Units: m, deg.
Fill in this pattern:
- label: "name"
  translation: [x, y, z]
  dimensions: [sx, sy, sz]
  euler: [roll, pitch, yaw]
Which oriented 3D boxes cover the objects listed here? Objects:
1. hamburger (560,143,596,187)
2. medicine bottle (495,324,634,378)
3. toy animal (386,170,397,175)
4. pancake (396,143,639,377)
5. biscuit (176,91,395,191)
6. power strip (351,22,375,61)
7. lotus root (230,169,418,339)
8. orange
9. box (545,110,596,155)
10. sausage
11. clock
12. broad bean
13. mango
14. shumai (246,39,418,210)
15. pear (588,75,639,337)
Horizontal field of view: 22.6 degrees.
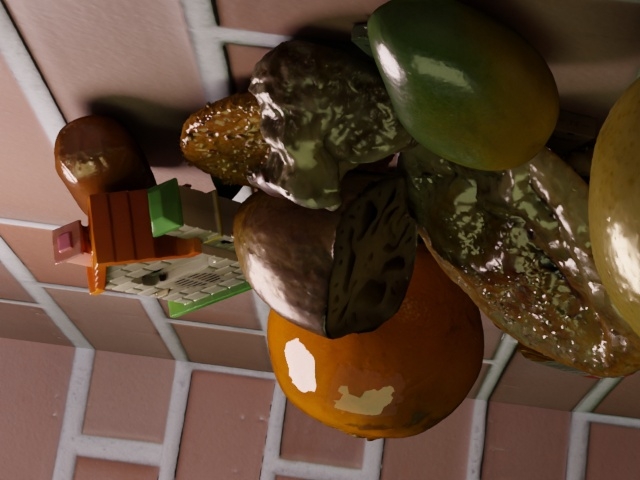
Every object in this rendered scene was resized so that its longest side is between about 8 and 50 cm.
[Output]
- label: "hamburger"
  translation: [0.332, -0.050, 1.793]
  dimensions: [0.190, 0.093, 0.164]
  euler: [17, 166, -25]
- label: "medicine bottle"
  translation: [0.351, 0.104, 2.271]
  dimensions: [0.222, 0.149, 0.112]
  euler: [19, 163, -36]
- label: "toy animal"
  translation: [0.112, -0.051, 1.977]
  dimensions: [0.220, 0.069, 0.086]
  euler: [-3, 142, 21]
- label: "pancake"
  translation: [0.230, 0.014, 1.788]
  dimensions: [0.387, 0.082, 0.387]
  euler: [37, 159, 17]
- label: "biscuit"
  translation: [-0.037, -0.107, 1.816]
  dimensions: [0.254, 0.035, 0.254]
  euler: [0, 159, 0]
- label: "power strip"
  translation: [0.073, -0.184, 1.558]
  dimensions: [0.051, 0.019, 0.136]
  euler: [3, 165, 29]
- label: "lotus root"
  translation: [0.000, -0.001, 1.840]
  dimensions: [0.180, 0.188, 0.199]
  euler: [18, -165, 33]
- label: "orange"
  translation: [0.078, 0.132, 2.240]
  dimensions: [0.312, 0.312, 0.312]
  euler: [7, 166, 2]
- label: "box"
  translation: [0.254, -0.116, 1.719]
  dimensions: [0.053, 0.024, 0.083]
  euler: [12, 164, -17]
- label: "sausage"
  translation: [-0.264, -0.082, 1.982]
  dimensions: [0.105, 0.105, 0.274]
  euler: [7, 166, 4]
- label: "clock"
  translation: [-0.186, -0.002, 1.963]
  dimensions: [0.220, 0.106, 0.255]
  euler: [-21, 158, 31]
- label: "broad bean"
  translation: [-0.119, -0.095, 1.956]
  dimensions: [0.061, 0.046, 0.195]
  euler: [10, 163, 16]
- label: "mango"
  translation: [0.133, -0.152, 1.487]
  dimensions: [0.156, 0.114, 0.251]
  euler: [11, 157, 30]
- label: "shumai"
  translation: [0.006, -0.105, 1.625]
  dimensions: [0.161, 0.153, 0.209]
  euler: [21, 172, 38]
- label: "pear"
  translation: [0.401, -0.027, 1.379]
  dimensions: [0.348, 0.348, 0.348]
  euler: [7, 166, 2]
